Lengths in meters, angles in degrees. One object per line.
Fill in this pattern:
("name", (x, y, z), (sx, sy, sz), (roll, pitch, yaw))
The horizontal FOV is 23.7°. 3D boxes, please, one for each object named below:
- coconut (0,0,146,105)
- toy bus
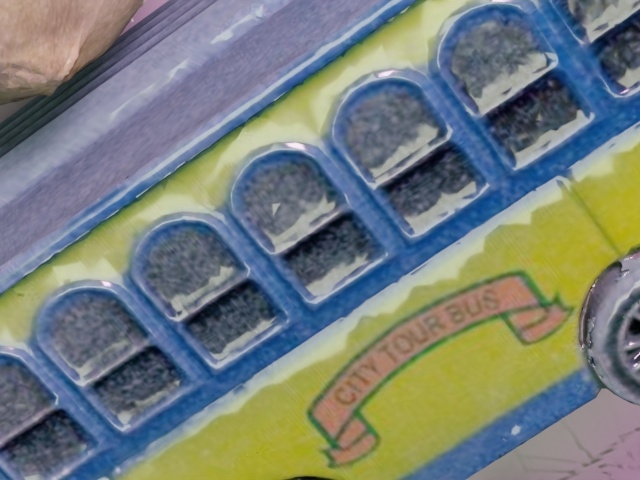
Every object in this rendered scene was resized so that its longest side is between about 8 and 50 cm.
("coconut", (-0.120, -0.111, 0.458), (0.161, 0.161, 0.162), (-22, 76, 6))
("toy bus", (0.000, 0.000, 0.530), (0.312, 0.152, 0.190), (-34, 113, 11))
